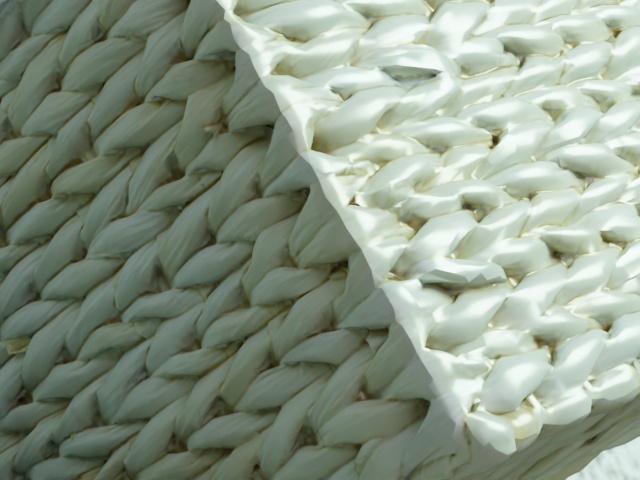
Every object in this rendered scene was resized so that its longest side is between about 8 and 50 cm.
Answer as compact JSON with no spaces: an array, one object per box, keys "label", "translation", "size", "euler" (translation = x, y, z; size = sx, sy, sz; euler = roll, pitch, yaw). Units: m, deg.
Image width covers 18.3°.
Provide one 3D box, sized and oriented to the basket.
[{"label":"basket","translation":[0.000,0.000,0.842],"size":[0.328,0.331,0.266],"euler":[-16,74,-45]}]
